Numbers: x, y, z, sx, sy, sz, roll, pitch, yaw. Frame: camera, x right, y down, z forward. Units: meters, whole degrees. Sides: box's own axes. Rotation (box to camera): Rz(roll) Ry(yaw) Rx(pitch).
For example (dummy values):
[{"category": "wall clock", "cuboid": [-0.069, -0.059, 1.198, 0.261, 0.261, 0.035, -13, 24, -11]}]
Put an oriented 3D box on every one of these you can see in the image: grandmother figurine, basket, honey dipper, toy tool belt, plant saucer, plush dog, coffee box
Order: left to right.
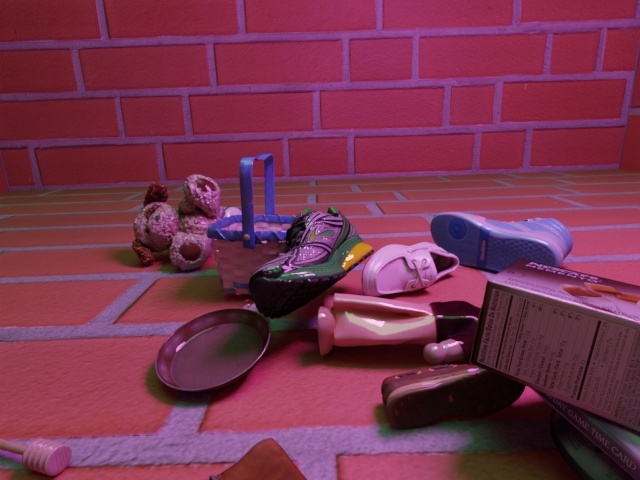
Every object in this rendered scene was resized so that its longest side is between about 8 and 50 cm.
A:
[{"category": "honey dipper", "cuboid": [-0.348, 0.228, 0.447, 0.160, 0.031, 0.030, 2, 16, 19]}, {"category": "plush dog", "cuboid": [-0.397, -0.038, 1.110, 0.225, 0.263, 0.210, 7, -18, -2]}, {"category": "plant saucer", "cuboid": [-0.155, 0.163, 0.597, 0.168, 0.029, 0.168, -8, 29, 4]}, {"category": "toy tool belt", "cuboid": [-0.120, 0.137, 0.697, 0.051, 0.052, 0.083, -47, 13, 3]}, {"category": "basket", "cuboid": [-0.131, -0.042, 0.884, 0.201, 0.289, 0.255, -2, 15, 5]}, {"category": "grandmother figurine", "cuboid": [0.171, 0.126, 0.611, 0.342, 0.104, 0.208, -2, 19, 7]}, {"category": "coffee box", "cuboid": [0.297, 0.102, 0.392, 0.246, 0.098, 0.141, 16, 17, 38]}]

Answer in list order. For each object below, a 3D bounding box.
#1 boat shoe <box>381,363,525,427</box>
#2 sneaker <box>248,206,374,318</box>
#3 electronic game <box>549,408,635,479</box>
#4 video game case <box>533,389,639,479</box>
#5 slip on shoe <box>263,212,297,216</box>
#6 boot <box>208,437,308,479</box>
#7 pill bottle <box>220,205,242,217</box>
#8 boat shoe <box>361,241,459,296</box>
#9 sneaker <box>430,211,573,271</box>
[{"category": "boat shoe", "cuboid": [0.160, 0.177, 0.496, 0.177, 0.064, 0.060, -7, 18, -7]}, {"category": "sneaker", "cuboid": [-0.028, 0.028, 0.724, 0.134, 0.146, 0.343, -39, -5, 26]}, {"category": "electronic game", "cuboid": [0.343, 0.213, 0.375, 0.229, 0.048, 0.229, 6, 14, -1]}, {"category": "video game case", "cuboid": [0.334, 0.172, 0.385, 0.196, 0.026, 0.274, 3, 14, -12]}, {"category": "slip on shoe", "cuboid": [-0.047, -0.023, 1.156, 0.331, 0.101, 0.123, 10, 18, 33]}, {"category": "boot", "cuboid": [-0.066, 0.247, 0.236, 0.264, 0.096, 0.280, -22, 22, -36]}, {"category": "pill bottle", "cuboid": [-0.312, -0.055, 1.286, 0.193, 0.108, 0.108, 5, 17, 22]}, {"category": "boat shoe", "cuboid": [0.200, 0.057, 0.847, 0.277, 0.098, 0.096, -15, 20, -42]}, {"category": "sneaker", "cuboid": [0.452, -0.007, 1.001, 0.208, 0.127, 0.319, -18, 32, -39]}]
